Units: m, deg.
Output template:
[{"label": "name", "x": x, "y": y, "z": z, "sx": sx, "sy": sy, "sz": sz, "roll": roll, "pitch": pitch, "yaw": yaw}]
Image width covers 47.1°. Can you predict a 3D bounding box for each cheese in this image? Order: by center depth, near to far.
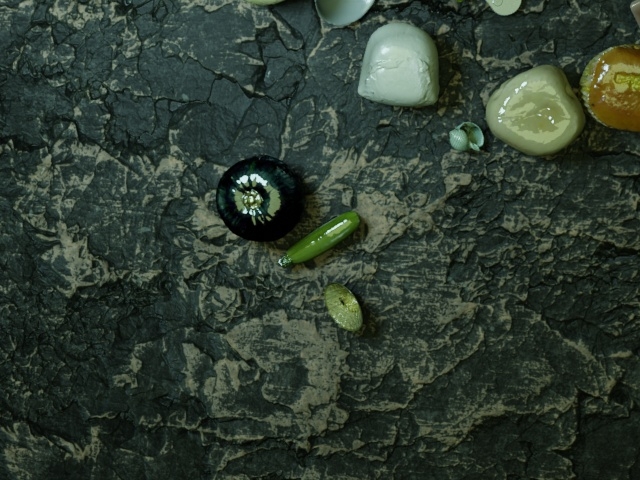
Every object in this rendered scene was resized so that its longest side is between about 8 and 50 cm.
[{"label": "cheese", "x": 0.515, "y": -0.311, "z": 1.754, "sx": 0.235, "sy": 0.117, "sz": 0.218, "roll": 10, "pitch": 106, "yaw": 14}, {"label": "cheese", "x": 0.195, "y": -0.426, "z": 1.769, "sx": 0.197, "sy": 0.154, "sz": 0.189, "roll": 6, "pitch": 121, "yaw": 4}]

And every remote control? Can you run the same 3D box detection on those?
[{"label": "remote control", "x": 0.391, "y": -0.645, "z": 1.758, "sx": 0.077, "sy": 0.022, "sz": 0.245, "roll": -37, "pitch": 94, "yaw": 13}]

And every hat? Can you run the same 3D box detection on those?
[{"label": "hat", "x": 0.083, "y": 0.165, "z": 1.968, "sx": 0.146, "sy": 0.067, "sz": 0.146, "roll": 31, "pitch": 135, "yaw": 36}]

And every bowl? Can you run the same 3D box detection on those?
[{"label": "bowl", "x": 0.048, "y": -0.623, "z": 1.771, "sx": 0.189, "sy": 0.189, "sz": 0.086, "roll": -50, "pitch": 52, "yaw": 15}]

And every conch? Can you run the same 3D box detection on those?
[{"label": "conch", "x": 0.361, "y": -0.257, "z": 1.830, "sx": 0.085, "sy": 0.056, "sz": 0.076, "roll": 27, "pitch": 88, "yaw": -27}]

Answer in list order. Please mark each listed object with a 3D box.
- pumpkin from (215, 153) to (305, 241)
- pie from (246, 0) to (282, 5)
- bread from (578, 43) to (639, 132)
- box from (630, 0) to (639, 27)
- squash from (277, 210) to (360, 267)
[{"label": "pumpkin", "x": -0.156, "y": -0.105, "z": 1.895, "sx": 0.233, "sy": 0.163, "sz": 0.233, "roll": 2, "pitch": 100, "yaw": 9}, {"label": "pie", "x": -0.111, "y": -0.716, "z": 1.769, "sx": 0.337, "sy": 0.075, "sz": 0.338, "roll": -1, "pitch": 87, "yaw": 28}, {"label": "bread", "x": 0.754, "y": -0.349, "z": 1.692, "sx": 0.288, "sy": 0.156, "sz": 0.204, "roll": 13, "pitch": 106, "yaw": 5}, {"label": "box", "x": 0.760, "y": -0.509, "z": 1.697, "sx": 0.048, "sy": 0.025, "sz": 0.115, "roll": -17, "pitch": 124, "yaw": 38}, {"label": "squash", "x": 0.000, "y": 0.000, "z": 1.940, "sx": 0.252, "sy": 0.066, "sz": 0.066, "roll": -31, "pitch": 96, "yaw": 15}]
